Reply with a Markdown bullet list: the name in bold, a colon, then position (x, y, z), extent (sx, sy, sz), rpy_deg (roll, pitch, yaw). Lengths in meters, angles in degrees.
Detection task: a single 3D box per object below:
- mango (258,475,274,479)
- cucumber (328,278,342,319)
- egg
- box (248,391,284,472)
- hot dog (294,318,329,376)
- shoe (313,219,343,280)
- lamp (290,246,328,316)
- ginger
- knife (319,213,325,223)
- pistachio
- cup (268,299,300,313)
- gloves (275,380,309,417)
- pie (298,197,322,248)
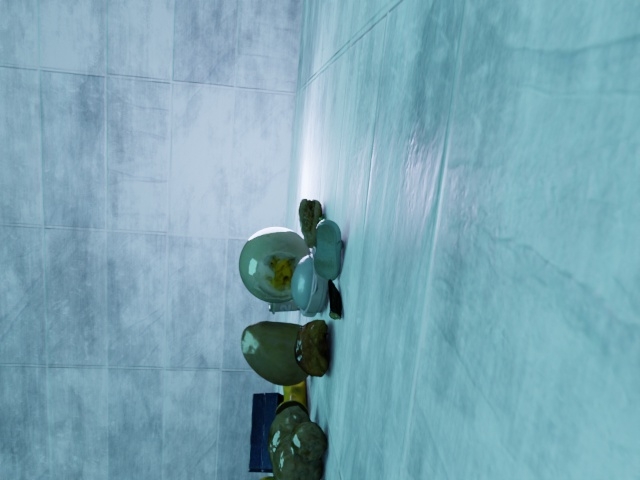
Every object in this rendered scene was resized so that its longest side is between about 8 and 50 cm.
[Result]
- **mango**: position (-0.158, 0.996, 1.726), extent (0.365, 0.182, 0.252), rpy_deg (-101, 17, -63)
- **cucumber**: position (0.036, 0.149, 1.249), extent (0.134, 0.034, 0.033), rpy_deg (-91, -8, -50)
- **egg**: position (-0.168, 0.085, 1.854), extent (0.336, 0.279, 0.278), rpy_deg (-127, 41, -72)
- **box**: position (-0.163, 0.719, 1.831), extent (0.279, 0.116, 0.261), rpy_deg (58, -151, -60)
- **hot dog**: position (-0.027, 0.302, 1.390), extent (0.227, 0.099, 0.160), rpy_deg (129, 144, -79)
- **shoe**: position (0.031, 0.017, 1.274), extent (0.078, 0.079, 0.195), rpy_deg (-44, -34, -36)
- **lamp**: position (-0.038, 0.143, 1.519), extent (0.246, 0.108, 0.179), rpy_deg (103, 172, -52)
- **ginger**: position (-0.064, 0.611, 1.415), extent (0.304, 0.155, 0.244), rpy_deg (147, 134, -70)
- **knife**: position (0.003, 0.000, 1.573), extent (0.078, 0.023, 0.166), rpy_deg (-36, -48, -71)
- **pistachio**: position (-0.153, 0.388, 1.711), extent (0.163, 0.261, 0.212), rpy_deg (87, -168, -69)
- **cup**: position (-0.158, 0.272, 2.199), extent (0.120, 0.141, 0.120), rpy_deg (-176, 90, -79)
- **gloves**: position (-0.096, 0.567, 1.814), extent (0.294, 0.116, 0.133), rpy_deg (-89, 13, -77)
- **pie**: position (-0.029, -0.056, 1.654), extent (0.163, 0.079, 0.193), rpy_deg (82, -175, -47)
